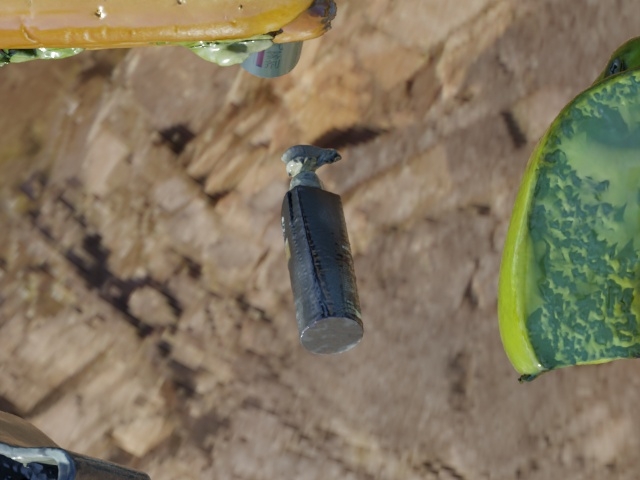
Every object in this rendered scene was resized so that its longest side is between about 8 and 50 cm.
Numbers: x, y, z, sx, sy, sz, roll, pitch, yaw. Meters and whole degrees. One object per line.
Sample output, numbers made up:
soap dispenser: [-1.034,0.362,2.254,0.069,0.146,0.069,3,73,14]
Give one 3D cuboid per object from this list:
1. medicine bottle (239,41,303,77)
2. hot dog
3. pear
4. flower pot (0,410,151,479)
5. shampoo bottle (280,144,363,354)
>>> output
medicine bottle: [-0.030,-0.216,1.545,0.059,0.059,0.231,18,150,2]
hot dog: [-0.115,-0.120,0.958,0.250,0.100,0.068,1,93,9]
pear: [0.273,-0.031,1.629,0.286,0.176,0.281,-8,88,-7]
flower pot: [-0.247,0.185,1.471,0.229,0.108,0.103,17,85,36]
shampoo bottle: [-0.001,0.001,1.713,0.064,0.207,0.057,5,142,-19]
